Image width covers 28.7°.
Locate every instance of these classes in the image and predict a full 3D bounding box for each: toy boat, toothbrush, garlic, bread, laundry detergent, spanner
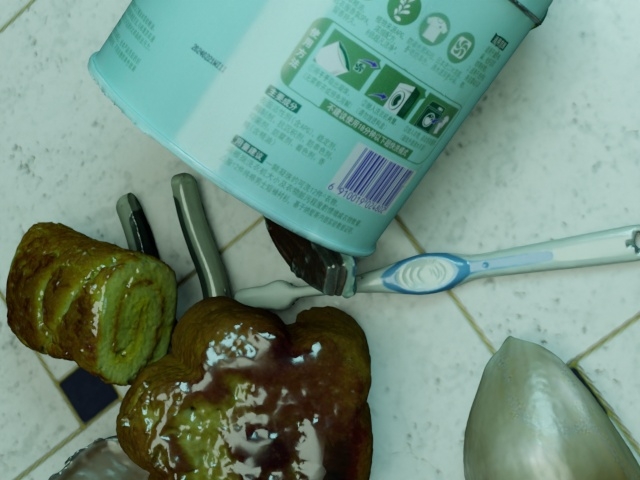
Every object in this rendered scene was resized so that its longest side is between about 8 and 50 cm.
[{"bbox_3d":[0.000,0.000,1.124,0.140,0.066,0.059,45,132,46],"label":"toy boat"},{"bbox_3d":[0.103,0.028,1.108,0.386,0.040,0.040,-10,86,19],"label":"toothbrush"},{"bbox_3d":[0.211,0.238,1.044,0.143,0.112,0.318,-32,90,13],"label":"garlic"},{"bbox_3d":[-0.061,0.174,1.081,0.232,0.135,0.247,6,88,-8],"label":"bread"},{"bbox_3d":[0.014,-0.190,1.012,0.287,0.287,0.305,39,101,16],"label":"laundry detergent"},{"bbox_3d":[-0.216,0.060,1.159,0.172,0.103,0.132,17,99,47],"label":"bread"},{"bbox_3d":[-0.113,0.099,1.183,0.095,0.040,0.325,-19,82,19],"label":"spanner"}]

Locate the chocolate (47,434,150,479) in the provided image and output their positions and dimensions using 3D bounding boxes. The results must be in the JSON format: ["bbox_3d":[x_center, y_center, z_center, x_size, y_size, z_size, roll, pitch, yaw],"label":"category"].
[{"bbox_3d":[-0.221,0.308,1.169,0.161,0.083,0.261,43,73,12],"label":"chocolate"}]
